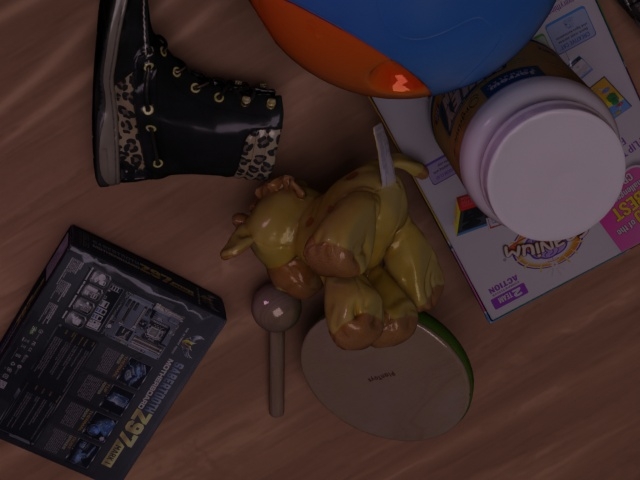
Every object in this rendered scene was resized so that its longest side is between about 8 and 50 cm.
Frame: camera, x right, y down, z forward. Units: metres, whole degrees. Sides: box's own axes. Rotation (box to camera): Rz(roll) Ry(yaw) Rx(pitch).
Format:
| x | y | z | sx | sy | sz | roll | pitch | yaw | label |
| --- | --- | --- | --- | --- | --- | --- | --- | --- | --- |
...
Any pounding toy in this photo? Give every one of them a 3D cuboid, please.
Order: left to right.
| x | y | z | sx | sy | sz | roll | pitch | yaw | label |
| --- | --- | --- | --- | --- | --- | --- | --- | --- | --- |
| 0.057 | 0.107 | 1.519 | 0.237 | 0.110 | 0.183 | 6 | 129 | 20 | pounding toy |

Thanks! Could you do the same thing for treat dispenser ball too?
| x | y | z | sx | sy | sz | roll | pitch | yaw | label |
| --- | --- | --- | --- | --- | --- | --- | --- | --- | --- |
| 0.070 | -0.264 | 1.230 | 0.288 | 0.288 | 0.288 | -3 | 115 | -8 | treat dispenser ball |

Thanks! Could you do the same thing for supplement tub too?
| x | y | z | sx | sy | sz | roll | pitch | yaw | label |
| --- | --- | --- | --- | --- | --- | --- | --- | --- | --- |
| 0.186 | -0.095 | 1.303 | 0.144 | 0.199 | 0.144 | -3 | 115 | -8 | supplement tub |

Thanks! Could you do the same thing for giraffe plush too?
| x | y | z | sx | sy | sz | roll | pitch | yaw | label |
| --- | --- | --- | --- | --- | --- | --- | --- | --- | --- |
| 0.000 | 0.000 | 1.384 | 0.170 | 0.181 | 0.210 | -4 | 89 | 35 | giraffe plush |

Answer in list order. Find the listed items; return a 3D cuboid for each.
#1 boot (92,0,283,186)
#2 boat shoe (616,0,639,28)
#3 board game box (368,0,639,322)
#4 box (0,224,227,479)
| x | y | z | sx | sy | sz | roll | pitch | yaw | label |
| --- | --- | --- | --- | --- | --- | --- | --- | --- | --- |
| -0.124 | -0.157 | 1.364 | 0.179 | 0.085 | 0.236 | 2 | 121 | -12 | boot |
| 0.336 | -0.229 | 1.422 | 0.056 | 0.049 | 0.152 | -43 | 114 | 10 | boat shoe |
| 0.205 | -0.102 | 1.451 | 0.242 | 0.064 | 0.316 | -28 | 116 | 4 | board game box |
| -0.233 | 0.124 | 1.488 | 0.183 | 0.059 | 0.232 | 27 | 107 | -19 | box |
